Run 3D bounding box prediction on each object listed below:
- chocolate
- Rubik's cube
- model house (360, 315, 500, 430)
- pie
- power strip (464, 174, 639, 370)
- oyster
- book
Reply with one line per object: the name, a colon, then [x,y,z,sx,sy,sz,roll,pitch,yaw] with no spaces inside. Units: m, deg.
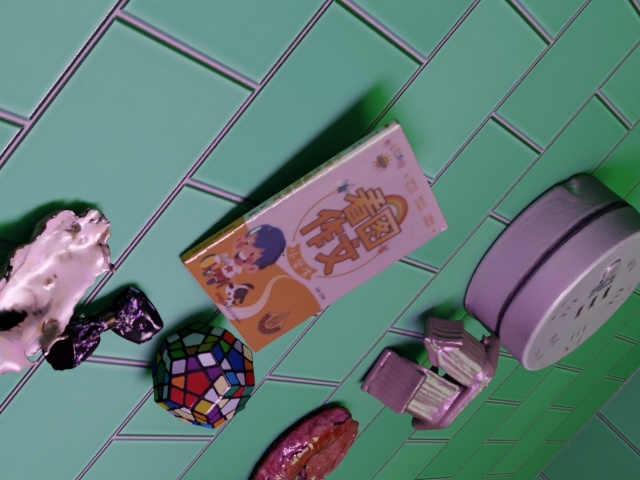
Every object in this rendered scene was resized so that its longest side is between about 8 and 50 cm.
chocolate: [-0.237,0.093,1.315,0.147,0.070,0.072,-25,139,-55]
Rubik's cube: [-0.145,0.167,1.485,0.112,0.133,0.133,-29,163,27]
model house: [0.181,0.226,2.038,0.188,0.122,0.229,30,111,-27]
pie: [-0.023,0.364,2.027,0.218,0.054,0.204,-23,148,-38]
power strip: [0.424,0.067,2.116,0.357,0.161,0.357,-34,153,-20]
oyster: [-0.285,0.050,1.166,0.209,0.072,0.133,-62,149,-8]
book: [0.000,0.000,1.441,0.295,0.020,0.208,-33,138,0]
